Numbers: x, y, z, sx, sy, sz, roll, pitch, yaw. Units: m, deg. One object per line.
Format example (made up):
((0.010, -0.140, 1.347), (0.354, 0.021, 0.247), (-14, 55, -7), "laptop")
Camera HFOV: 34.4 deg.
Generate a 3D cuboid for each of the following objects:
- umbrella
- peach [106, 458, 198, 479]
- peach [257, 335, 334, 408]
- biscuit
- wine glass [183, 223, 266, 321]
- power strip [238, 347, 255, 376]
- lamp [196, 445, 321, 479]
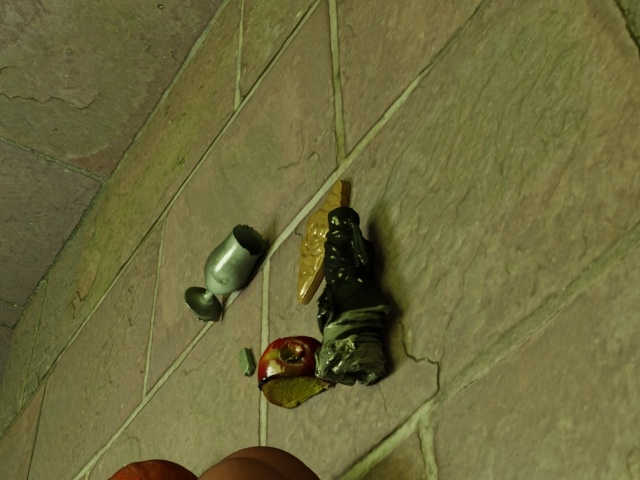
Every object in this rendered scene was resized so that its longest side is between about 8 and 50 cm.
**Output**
((0.045, 0.072, 1.667), (0.106, 0.113, 0.357), (105, 168, -45), "umbrella")
((-0.324, 0.512, 1.917), (0.232, 0.232, 0.257), (-63, 32, 8), "peach")
((-0.043, 0.218, 1.749), (0.172, 0.127, 0.092), (103, 168, -63), "peach")
((0.000, 0.000, 1.933), (0.162, 0.035, 0.250), (-12, 60, 67), "biscuit")
((-0.205, 0.069, 2.212), (0.222, 0.103, 0.103), (-53, 27, 32), "wine glass")
((-0.146, 0.241, 2.034), (0.027, 0.017, 0.083), (-60, 24, 18), "power strip")
((-0.089, 0.447, 1.453), (0.305, 0.240, 0.305), (-49, -29, -39), "lamp")
